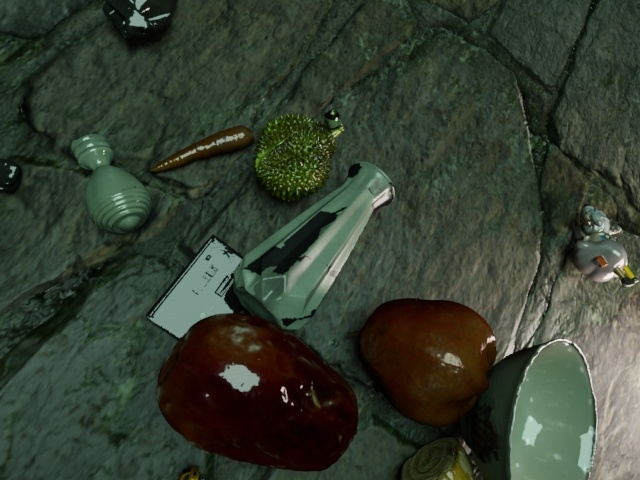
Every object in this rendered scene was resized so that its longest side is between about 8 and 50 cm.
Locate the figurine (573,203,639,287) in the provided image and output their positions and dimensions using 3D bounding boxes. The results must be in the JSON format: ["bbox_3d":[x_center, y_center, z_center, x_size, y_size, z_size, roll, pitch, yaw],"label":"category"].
[{"bbox_3d":[0.668,0.016,1.051,0.137,0.112,0.229,22,57,-18],"label":"figurine"}]

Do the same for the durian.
[{"bbox_3d":[-0.049,-0.168,0.864,0.159,0.146,0.198,15,62,17],"label":"durian"}]

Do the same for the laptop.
[{"bbox_3d":[-0.206,0.101,0.809,0.135,0.016,0.197,37,68,-6],"label":"laptop"}]

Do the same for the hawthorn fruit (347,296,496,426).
[{"bbox_3d":[0.173,0.204,0.800,0.260,0.224,0.224,21,68,16],"label":"hawthorn fruit"}]

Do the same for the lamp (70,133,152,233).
[{"bbox_3d":[-0.372,-0.100,0.773,0.106,0.106,0.193,-25,75,-21],"label":"lamp"}]

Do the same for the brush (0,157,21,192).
[{"bbox_3d":[-0.675,-0.143,0.719,0.322,0.051,0.071,15,78,-16],"label":"brush"}]

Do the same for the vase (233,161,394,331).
[{"bbox_3d":[0.000,0.000,0.828,0.165,0.165,0.360,43,64,-2],"label":"vase"}]

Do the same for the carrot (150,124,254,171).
[{"bbox_3d":[-0.233,-0.179,0.866,0.216,0.048,0.048,-24,83,-17],"label":"carrot"}]

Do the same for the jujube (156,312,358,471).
[{"bbox_3d":[-0.094,0.246,0.699,0.317,0.223,0.223,31,69,-16],"label":"jujube"}]

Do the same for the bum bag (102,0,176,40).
[{"bbox_3d":[-0.364,-0.550,0.910,0.141,0.079,0.327,15,68,-20],"label":"bum bag"}]

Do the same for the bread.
[{"bbox_3d":[0.208,0.420,0.789,0.122,0.149,0.073,-30,85,21],"label":"bread"}]

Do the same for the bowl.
[{"bbox_3d":[0.368,0.342,0.815,0.336,0.157,0.338,2,86,-39],"label":"bowl"}]

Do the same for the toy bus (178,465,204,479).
[{"bbox_3d":[-0.229,0.442,0.680,0.074,0.069,0.162,11,73,-12],"label":"toy bus"}]
